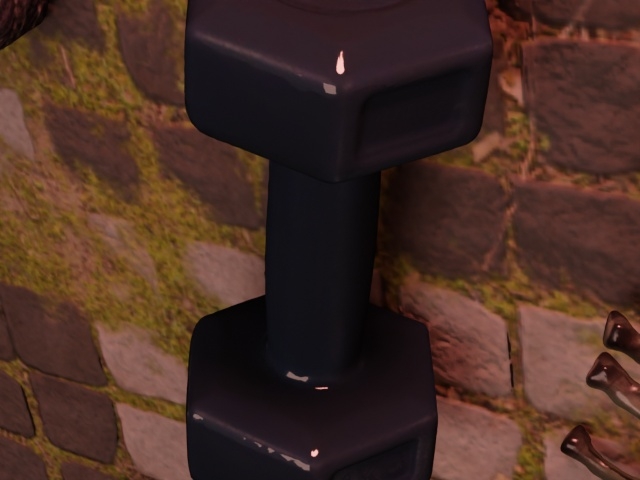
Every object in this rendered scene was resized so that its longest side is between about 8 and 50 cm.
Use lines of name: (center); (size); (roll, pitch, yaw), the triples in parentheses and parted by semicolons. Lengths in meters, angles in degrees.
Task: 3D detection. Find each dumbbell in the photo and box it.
dumbbell: (0.000, 0.000, 0.740); (0.160, 0.144, 0.325); (20, 132, 20)

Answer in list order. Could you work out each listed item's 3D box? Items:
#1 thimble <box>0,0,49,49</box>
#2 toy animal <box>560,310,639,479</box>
thimble: (-0.208, -0.162, 0.823); (0.104, 0.066, 0.095); (41, 137, -1)
toy animal: (0.207, 0.100, 0.710); (0.170, 0.090, 0.255); (37, 139, 2)
